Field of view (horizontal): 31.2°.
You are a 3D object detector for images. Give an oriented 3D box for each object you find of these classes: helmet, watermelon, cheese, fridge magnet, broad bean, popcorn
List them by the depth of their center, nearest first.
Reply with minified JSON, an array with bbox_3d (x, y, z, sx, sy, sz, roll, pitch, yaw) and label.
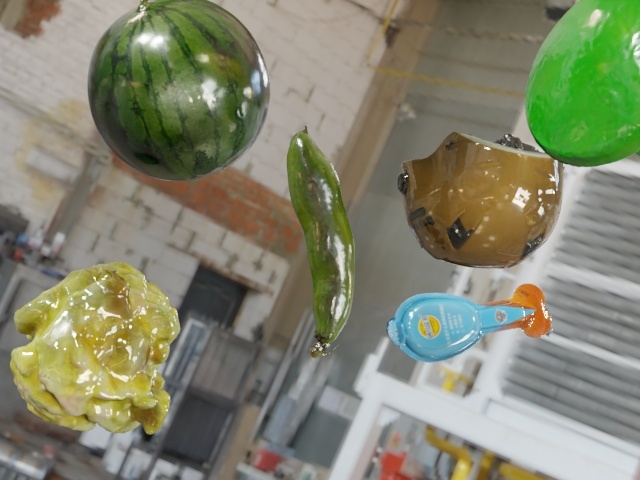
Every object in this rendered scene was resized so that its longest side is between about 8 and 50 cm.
[{"bbox_3d":[0.285,-0.163,1.099,0.088,0.208,0.208,26,-7,-33],"label":"fridge magnet"},{"bbox_3d":[-0.240,0.122,1.248,0.187,0.185,0.167,-9,-31,5],"label":"popcorn"},{"bbox_3d":[0.004,0.000,1.262,0.065,0.255,0.046,-7,2,-3],"label":"broad bean"},{"bbox_3d":[0.191,-0.031,1.374,0.198,0.130,0.224,12,-25,-15],"label":"helmet"},{"bbox_3d":[-0.186,-0.199,1.506,0.242,0.242,0.242,23,-7,3],"label":"watermelon"},{"bbox_3d":[0.225,0.122,1.730,0.256,0.106,0.037,-8,-14,-9],"label":"cheese"}]
